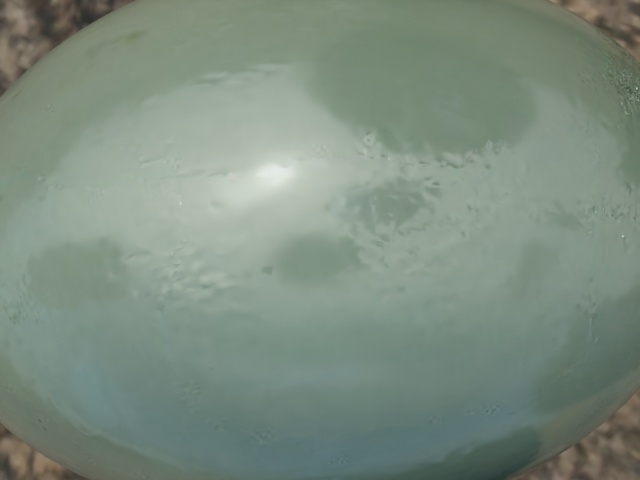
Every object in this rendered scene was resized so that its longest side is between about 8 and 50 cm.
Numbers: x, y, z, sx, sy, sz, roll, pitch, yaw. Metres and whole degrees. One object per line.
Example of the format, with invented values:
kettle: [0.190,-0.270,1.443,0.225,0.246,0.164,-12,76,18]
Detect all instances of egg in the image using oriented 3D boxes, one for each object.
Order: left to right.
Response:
egg: [0.000,0.000,0.528,0.283,0.203,0.203,-9,105,1]
